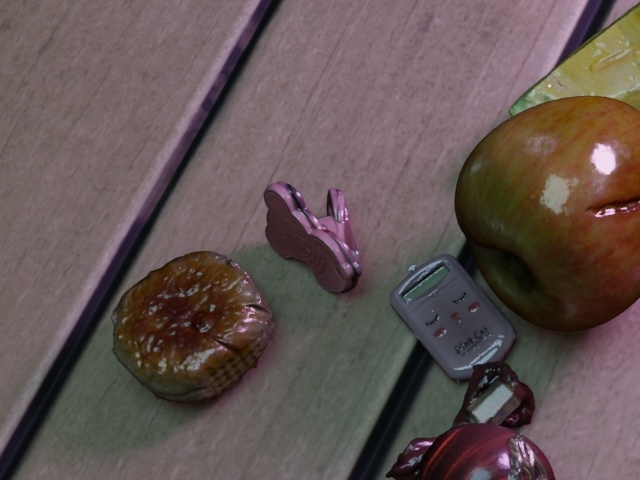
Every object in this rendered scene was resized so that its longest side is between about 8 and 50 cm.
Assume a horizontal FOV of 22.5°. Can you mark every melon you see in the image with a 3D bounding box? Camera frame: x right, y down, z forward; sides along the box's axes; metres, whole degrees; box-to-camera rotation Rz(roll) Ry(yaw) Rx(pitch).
[{"bbox_3d":[0.384,-0.216,1.964,0.323,0.124,0.196,-29,59,8],"label":"melon"}]

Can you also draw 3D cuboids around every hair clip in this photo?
[{"bbox_3d":[-0.011,0.002,1.987,0.102,0.123,0.138,-8,57,-10],"label":"hair clip"}]

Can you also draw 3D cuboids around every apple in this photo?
[{"bbox_3d":[0.289,-0.038,1.831,0.264,0.264,0.264,-7,63,14],"label":"apple"}]

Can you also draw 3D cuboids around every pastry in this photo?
[{"bbox_3d":[-0.160,0.106,1.987,0.192,0.093,0.182,-39,60,-9],"label":"pastry"}]

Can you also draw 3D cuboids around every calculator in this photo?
[{"bbox_3d":[0.157,0.091,1.934,0.100,0.032,0.175,-37,60,-3],"label":"calculator"}]

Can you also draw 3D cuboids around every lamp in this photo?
[{"bbox_3d":[0.181,0.253,1.782,0.215,0.151,0.223,-39,58,-8],"label":"lamp"}]
